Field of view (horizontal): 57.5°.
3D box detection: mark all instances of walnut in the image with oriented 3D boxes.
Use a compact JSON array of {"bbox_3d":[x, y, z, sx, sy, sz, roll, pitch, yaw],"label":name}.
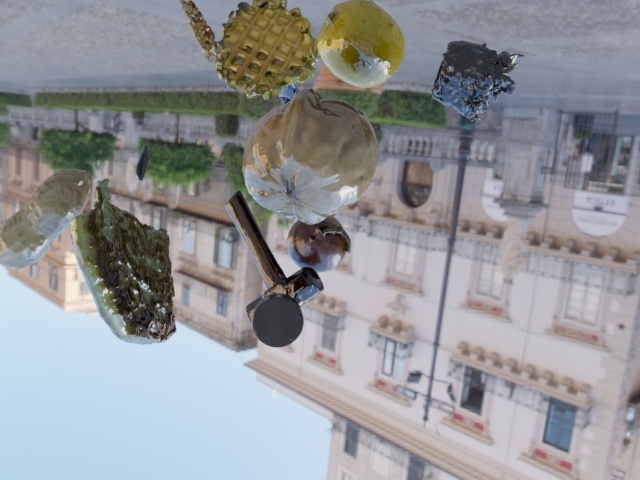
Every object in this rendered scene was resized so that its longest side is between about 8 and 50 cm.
[{"bbox_3d":[-0.026,-0.219,1.539,0.380,0.382,0.381,6,-171,-1],"label":"walnut"}]

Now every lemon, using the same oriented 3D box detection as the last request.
[{"bbox_3d":[0.128,-0.609,1.819,0.283,0.261,0.260,-3,-167,-31],"label":"lemon"}]

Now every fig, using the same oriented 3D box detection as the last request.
[{"bbox_3d":[-0.001,-0.001,1.802,0.205,0.206,0.205,6,-171,-1],"label":"fig"}]

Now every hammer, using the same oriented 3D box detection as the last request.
[{"bbox_3d":[-0.181,0.041,1.744,0.242,0.409,0.095,-32,171,18],"label":"hammer"}]

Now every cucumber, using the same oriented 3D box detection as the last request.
[{"bbox_3d":[-0.564,-0.252,1.855,0.032,0.036,0.184,0,-137,-3],"label":"cucumber"}]

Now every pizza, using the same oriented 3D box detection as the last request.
[{"bbox_3d":[-0.356,-0.631,1.720,0.062,0.199,0.188,-30,-129,-6],"label":"pizza"}]

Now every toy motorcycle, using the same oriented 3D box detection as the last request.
[{"bbox_3d":[-0.122,-0.607,2.303,0.092,0.255,0.135,6,-166,18],"label":"toy motorcycle"}]

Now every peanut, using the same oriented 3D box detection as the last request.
[{"bbox_3d":[-0.674,-0.058,1.424,0.120,0.298,0.136,44,178,-36],"label":"peanut"}]

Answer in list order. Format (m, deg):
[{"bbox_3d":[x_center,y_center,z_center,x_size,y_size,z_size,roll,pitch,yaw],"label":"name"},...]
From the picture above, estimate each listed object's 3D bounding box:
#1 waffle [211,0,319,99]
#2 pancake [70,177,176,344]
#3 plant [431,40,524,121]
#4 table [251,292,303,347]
[{"bbox_3d":[-0.134,-0.467,1.398,0.262,0.281,0.060,-18,163,-14],"label":"waffle"},{"bbox_3d":[-0.416,0.062,1.254,0.066,0.305,0.427,-8,158,10],"label":"pancake"},{"bbox_3d":[0.437,-0.455,1.653,0.233,0.178,0.204,18,-126,-1],"label":"plant"},{"bbox_3d":[-0.110,0.205,1.498,0.133,0.134,0.043,5,-173,-8],"label":"table"}]
